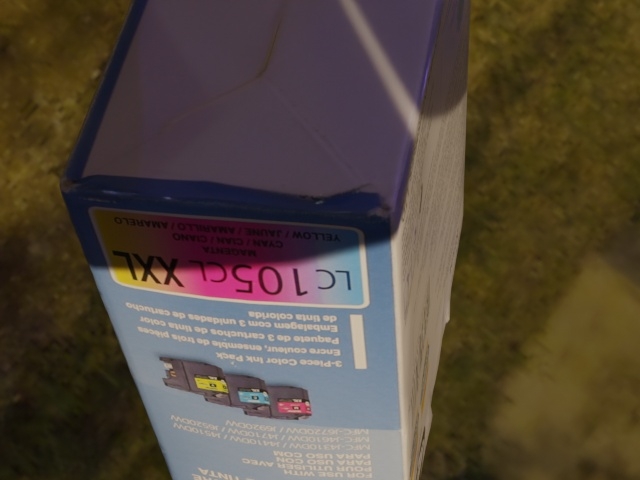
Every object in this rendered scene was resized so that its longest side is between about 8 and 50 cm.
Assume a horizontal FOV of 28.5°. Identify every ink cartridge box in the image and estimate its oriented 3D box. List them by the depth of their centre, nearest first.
[{"bbox_3d":[0.000,0.000,0.726,0.395,0.151,0.270,81,19,-52],"label":"ink cartridge box"}]
